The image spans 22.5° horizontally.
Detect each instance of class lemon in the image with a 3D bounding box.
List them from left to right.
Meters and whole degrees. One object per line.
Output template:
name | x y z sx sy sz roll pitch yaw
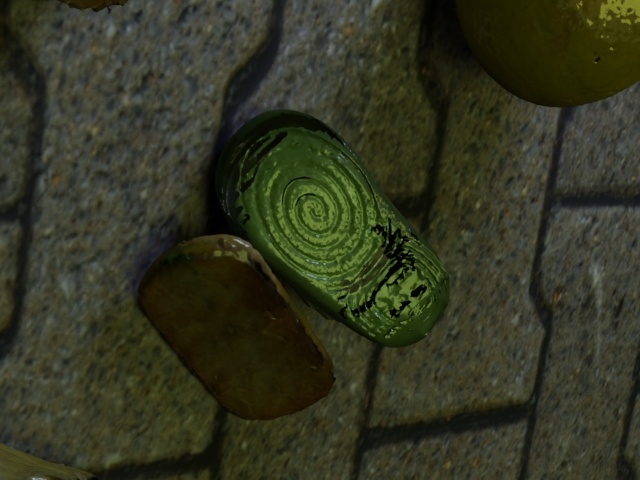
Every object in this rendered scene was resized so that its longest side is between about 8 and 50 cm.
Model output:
lemon | 0.238 -0.266 1.555 0.240 0.240 0.219 -46 117 -24

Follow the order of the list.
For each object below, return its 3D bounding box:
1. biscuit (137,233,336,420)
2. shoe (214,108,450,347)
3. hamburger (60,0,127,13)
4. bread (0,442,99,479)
biscuit | -0.074 0.084 1.470 0.118 0.029 0.247 -23 132 11
shoe | 0.002 0.001 1.485 0.262 0.128 0.140 42 72 -14
hamburger | -0.185 -0.259 1.214 0.182 0.118 0.191 -36 131 -28
bread | -0.260 0.304 1.286 0.236 0.198 0.263 32 82 -54
